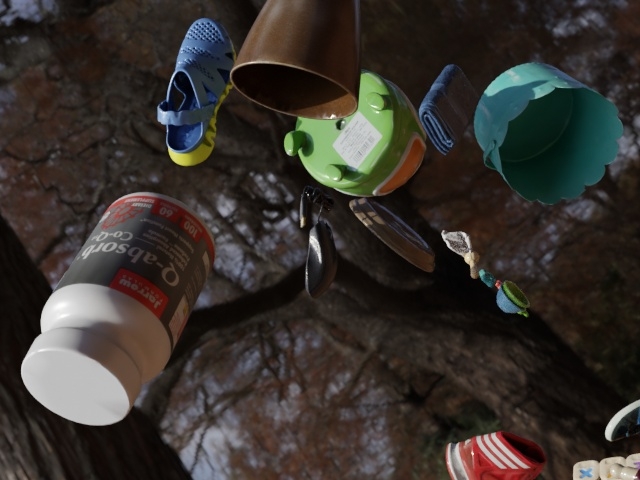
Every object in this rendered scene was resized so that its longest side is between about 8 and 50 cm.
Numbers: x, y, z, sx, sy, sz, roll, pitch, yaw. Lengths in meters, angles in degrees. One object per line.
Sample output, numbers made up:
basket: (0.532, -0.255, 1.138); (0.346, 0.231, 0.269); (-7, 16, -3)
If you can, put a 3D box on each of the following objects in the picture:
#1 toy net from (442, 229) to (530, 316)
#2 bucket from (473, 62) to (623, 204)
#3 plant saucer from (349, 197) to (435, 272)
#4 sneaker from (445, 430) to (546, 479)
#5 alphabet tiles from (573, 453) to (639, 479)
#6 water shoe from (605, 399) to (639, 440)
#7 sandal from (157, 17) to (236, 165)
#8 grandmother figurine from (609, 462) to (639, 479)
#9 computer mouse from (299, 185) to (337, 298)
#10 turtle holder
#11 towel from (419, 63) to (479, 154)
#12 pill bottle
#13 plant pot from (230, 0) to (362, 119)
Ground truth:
toy net: (0.335, 0.055, 1.763); (0.045, 0.232, 0.122); (-47, -25, 23)
bucket: (0.469, -0.232, 1.873); (0.281, 0.183, 0.281); (-7, -58, -12)
plant saucer: (0.192, -0.022, 2.261); (0.041, 0.278, 0.278); (-50, -23, 11)
sneaker: (0.281, 0.373, 1.279); (0.128, 0.221, 0.087); (-25, 17, 21)
alphabet tiles: (0.603, 0.539, 1.809); (0.284, 0.021, 0.278); (-14, 21, 21)
water shoe: (0.698, 0.374, 1.859); (0.203, 0.080, 0.073); (-32, -42, 1)
sandal: (-0.256, -0.320, 1.815); (0.126, 0.317, 0.138); (2, -18, 15)
grandmother figurine: (0.591, 0.490, 1.580); (0.342, 0.208, 0.104); (-25, 23, 43)
computer mouse: (0.000, 0.000, 2.085); (0.060, 0.262, 0.184); (1, -14, 21)
turtle holder: (0.067, -0.213, 1.787); (0.227, 0.320, 0.243); (18, -93, -48)
towel: (0.152, -0.159, 1.063); (0.029, 0.067, 0.119); (-19, 25, 38)
pill bottle: (-0.317, 0.104, 1.427); (0.210, 0.210, 0.363); (-57, 10, 41)
plant pot: (-0.019, -0.350, 1.472); (0.215, 0.215, 0.230); (48, -127, -69)
